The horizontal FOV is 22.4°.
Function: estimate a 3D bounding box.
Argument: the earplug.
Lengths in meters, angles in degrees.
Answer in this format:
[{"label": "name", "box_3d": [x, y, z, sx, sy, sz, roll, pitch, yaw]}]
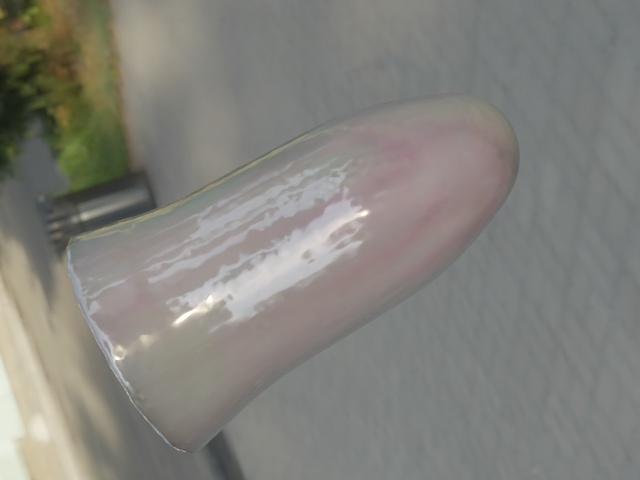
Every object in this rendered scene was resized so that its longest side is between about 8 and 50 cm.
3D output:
[{"label": "earplug", "box_3d": [0.000, 0.000, 1.098, 0.172, 0.301, 0.172, 59, -172, -14]}]
